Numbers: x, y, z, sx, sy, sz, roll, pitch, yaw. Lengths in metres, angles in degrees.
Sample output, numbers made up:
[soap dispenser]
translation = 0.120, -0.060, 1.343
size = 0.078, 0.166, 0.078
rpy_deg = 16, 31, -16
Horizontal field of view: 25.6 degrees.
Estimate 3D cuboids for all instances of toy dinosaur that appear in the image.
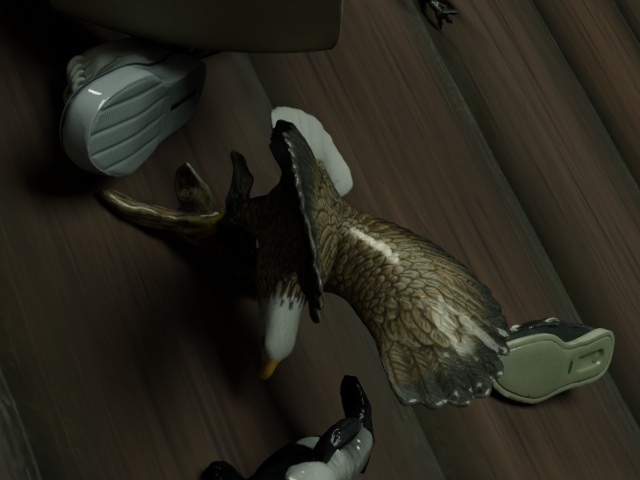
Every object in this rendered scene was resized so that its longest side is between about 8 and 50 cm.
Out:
[toy dinosaur]
translation = 0.146, -0.378, 2.022
size = 0.268, 0.064, 0.118
rpy_deg = 22, 34, -41

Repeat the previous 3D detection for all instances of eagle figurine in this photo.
[eagle figurine]
translation = 0.000, 0.011, 1.131
size = 0.226, 0.298, 0.225
rpy_deg = -18, 104, -35

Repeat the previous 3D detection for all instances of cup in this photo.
[cup]
translation = -0.135, -0.305, 1.216
size = 0.331, 0.237, 0.331
rpy_deg = 167, -90, -82

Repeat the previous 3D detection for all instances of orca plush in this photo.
[orca plush]
translation = -0.032, 0.171, 1.067
size = 0.102, 0.151, 0.287
rpy_deg = 23, 30, 10

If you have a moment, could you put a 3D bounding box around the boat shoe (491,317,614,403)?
[boat shoe]
translation = 0.240, 0.129, 1.578
size = 0.079, 0.084, 0.233
rpy_deg = 25, 17, 37

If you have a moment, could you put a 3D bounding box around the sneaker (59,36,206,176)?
[sneaker]
translation = -0.178, -0.117, 1.191
size = 0.091, 0.094, 0.258
rpy_deg = 18, 16, 8

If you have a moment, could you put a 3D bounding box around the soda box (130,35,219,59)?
[soda box]
translation = -0.122, -0.217, 1.418
size = 0.053, 0.060, 0.169
rpy_deg = 54, 27, -1
